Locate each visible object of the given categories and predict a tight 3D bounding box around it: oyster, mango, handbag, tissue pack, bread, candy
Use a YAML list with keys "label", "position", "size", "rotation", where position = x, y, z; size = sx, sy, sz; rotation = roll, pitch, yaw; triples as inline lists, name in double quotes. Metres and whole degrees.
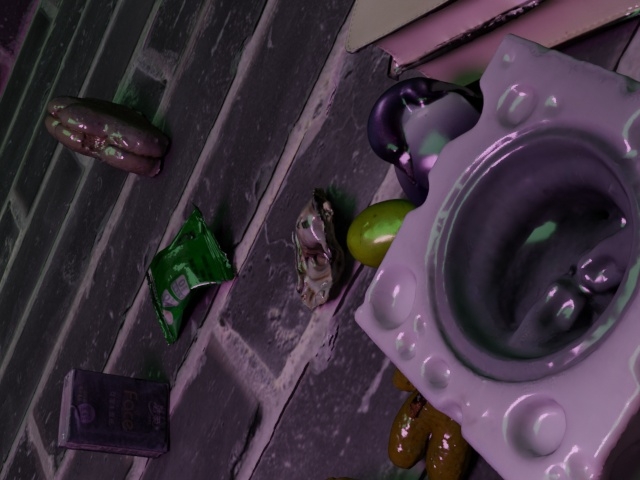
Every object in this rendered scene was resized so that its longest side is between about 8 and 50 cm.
- label: "oyster"
  position: [-0.001, -0.001, 1.073]
  size: [0.108, 0.053, 0.165]
  rotation: [118, 146, -63]
- label: "mango"
  position: [0.077, -0.010, 0.970]
  size: [0.108, 0.056, 0.073]
  rotation: [-13, 68, 38]
- label: "handbag"
  position: [0.196, -0.314, 0.860]
  size: [0.359, 0.160, 0.236]
  rotation: [-17, 54, 50]
- label: "tissue pack"
  position: [-0.304, 0.257, 1.278]
  size: [0.051, 0.156, 0.112]
  rotation: [-38, 46, 44]
- label: "bread"
  position: [-0.423, -0.208, 1.645]
  size: [0.337, 0.183, 0.102]
  rotation: [33, 109, 55]
- label: "candy"
  position: [-0.217, 0.051, 1.328]
  size: [0.203, 0.078, 0.141]
  rotation: [-48, 40, 38]

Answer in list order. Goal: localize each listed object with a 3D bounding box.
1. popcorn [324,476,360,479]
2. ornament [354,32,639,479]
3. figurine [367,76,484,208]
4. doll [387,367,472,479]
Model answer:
- label: "popcorn"
  position: [-0.001, 0.337, 0.799]
  size: [0.250, 0.190, 0.250]
  rotation: [-24, 55, 39]
- label: "ornament"
  position: [0.215, 0.036, 0.594]
  size: [0.239, 0.240, 0.239]
  rotation: [-63, 36, 12]
- label: "figurine"
  position: [0.127, -0.071, 0.860]
  size: [0.145, 0.145, 0.222]
  rotation: [-43, 45, 34]
- label: "doll"
  position: [0.116, 0.134, 0.806]
  size: [0.137, 0.097, 0.209]
  rotation: [22, 103, 45]
